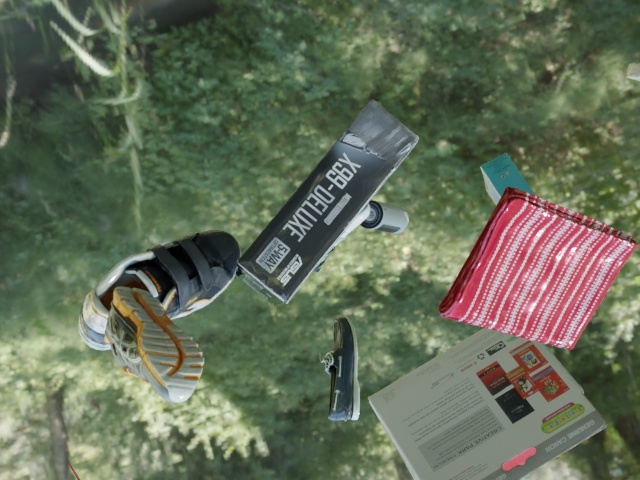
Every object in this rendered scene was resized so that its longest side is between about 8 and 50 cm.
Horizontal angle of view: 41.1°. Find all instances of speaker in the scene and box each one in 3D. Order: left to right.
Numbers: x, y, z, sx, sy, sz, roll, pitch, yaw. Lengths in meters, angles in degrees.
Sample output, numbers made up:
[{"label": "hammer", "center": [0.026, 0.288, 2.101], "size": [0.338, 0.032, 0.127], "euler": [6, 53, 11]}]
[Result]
[{"label": "speaker", "center": [0.118, -0.044, 1.605], "size": [0.055, 0.055, 0.136], "euler": [-18, 169, 23]}]

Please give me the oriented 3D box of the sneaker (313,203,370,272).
[{"label": "sneaker", "center": [0.000, 0.000, 1.475], "size": [0.237, 0.086, 0.085], "euler": [-33, -160, 31]}]

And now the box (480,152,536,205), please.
[{"label": "box", "center": [0.393, -0.045, 1.627], "size": [0.060, 0.244, 0.100], "euler": [-28, 149, 3]}]

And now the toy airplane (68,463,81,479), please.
[{"label": "toy airplane", "center": [-0.366, 0.427, 1.373], "size": [0.028, 0.151, 0.151], "euler": [-27, 178, -4]}]

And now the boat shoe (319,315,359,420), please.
[{"label": "boat shoe", "center": [0.044, 0.302, 2.028], "size": [0.079, 0.254, 0.095], "euler": [1, 160, -10]}]

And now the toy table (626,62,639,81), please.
[{"label": "toy table", "center": [0.691, -0.279, 1.525], "size": [0.274, 0.252, 0.161], "euler": [21, -178, -31]}]

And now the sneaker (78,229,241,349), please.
[{"label": "sneaker", "center": [-0.253, 0.068, 1.435], "size": [0.321, 0.126, 0.127], "euler": [-35, 170, -31]}]

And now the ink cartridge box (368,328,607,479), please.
[{"label": "ink cartridge box", "center": [0.285, 0.316, 1.455], "size": [0.310, 0.272, 0.130], "euler": [-30, 137, -4]}]

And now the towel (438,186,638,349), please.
[{"label": "towel", "center": [0.306, 0.049, 1.181], "size": [0.275, 0.198, 0.031], "euler": [17, -161, -33]}]

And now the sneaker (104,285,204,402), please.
[{"label": "sneaker", "center": [-0.216, 0.143, 1.083], "size": [0.084, 0.083, 0.215], "euler": [16, -162, -37]}]

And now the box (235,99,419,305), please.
[{"label": "box", "center": [-0.005, -0.033, 1.089], "size": [0.242, 0.076, 0.307], "euler": [-51, -179, -8]}]
